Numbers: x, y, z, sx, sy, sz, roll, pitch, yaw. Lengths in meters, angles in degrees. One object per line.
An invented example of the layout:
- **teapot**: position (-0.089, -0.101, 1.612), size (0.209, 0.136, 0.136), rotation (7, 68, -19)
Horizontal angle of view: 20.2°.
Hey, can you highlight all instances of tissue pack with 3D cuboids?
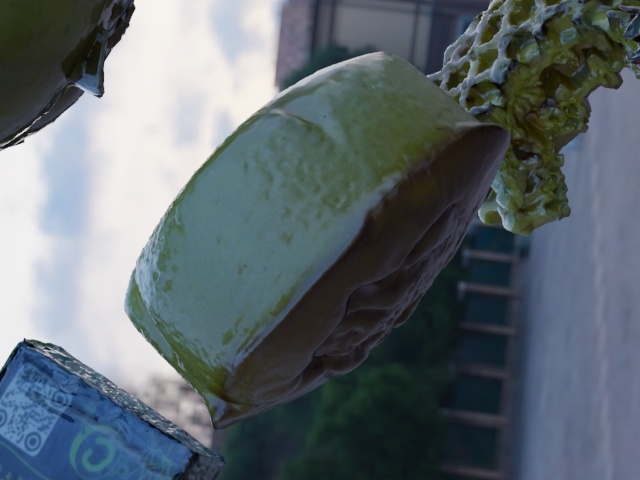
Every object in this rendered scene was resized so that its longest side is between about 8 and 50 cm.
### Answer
- **tissue pack**: position (-0.190, 0.204, 1.208), size (0.235, 0.173, 0.073), rotation (-61, -29, -2)

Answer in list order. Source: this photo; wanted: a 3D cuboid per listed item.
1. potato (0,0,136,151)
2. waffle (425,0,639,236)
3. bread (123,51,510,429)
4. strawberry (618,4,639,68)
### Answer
- **potato**: position (-0.337, -0.171, 1.413), size (0.442, 0.385, 0.319), rotation (151, 130, -63)
- **waffle**: position (0.242, -0.170, 1.919), size (0.324, 0.151, 0.261), rotation (-48, 35, 5)
- **bread**: position (0.000, 0.000, 1.162), size (0.270, 0.148, 0.270), rotation (-44, -10, -9)
- **strawberry**: position (0.307, -0.095, 1.249), size (0.087, 0.208, 0.167), rotation (-62, 36, 11)
